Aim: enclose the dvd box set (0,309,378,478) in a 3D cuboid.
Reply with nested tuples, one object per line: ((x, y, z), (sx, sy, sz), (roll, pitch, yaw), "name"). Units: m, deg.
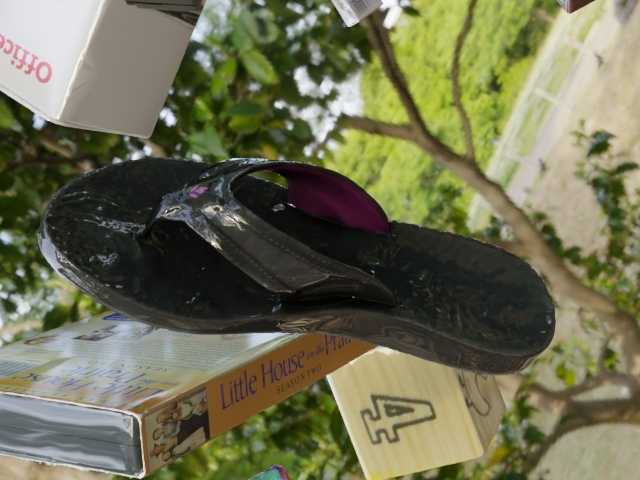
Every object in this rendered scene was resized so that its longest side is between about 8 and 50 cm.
((-0.159, 0.124, 1.021), (0.420, 0.307, 0.062), (-19, -74, -57), "dvd box set")

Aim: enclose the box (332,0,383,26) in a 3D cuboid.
((-0.001, -0.548, 1.796), (0.067, 0.324, 0.063), (-37, 12, -14), "box")

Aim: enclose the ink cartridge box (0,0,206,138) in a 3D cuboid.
((-0.272, -0.358, 1.162), (0.166, 0.285, 0.395), (5, -67, -57), "ink cartridge box")

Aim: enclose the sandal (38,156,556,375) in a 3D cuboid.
((0.001, -0.002, 0.811), (0.107, 0.445, 0.168), (117, 156, -43), "sandal")

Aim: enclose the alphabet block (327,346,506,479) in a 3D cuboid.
((0.144, 0.220, 1.473), (0.193, 0.197, 0.192), (-20, 5, 25), "alphabet block")

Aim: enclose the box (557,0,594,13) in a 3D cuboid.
((0.317, -0.400, 1.092), (0.203, 0.167, 0.168), (-28, -33, 2), "box")

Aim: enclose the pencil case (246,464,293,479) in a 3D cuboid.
((-0.115, 0.307, 0.930), (0.236, 0.104, 0.104), (-29, -9, -3), "pencil case")
